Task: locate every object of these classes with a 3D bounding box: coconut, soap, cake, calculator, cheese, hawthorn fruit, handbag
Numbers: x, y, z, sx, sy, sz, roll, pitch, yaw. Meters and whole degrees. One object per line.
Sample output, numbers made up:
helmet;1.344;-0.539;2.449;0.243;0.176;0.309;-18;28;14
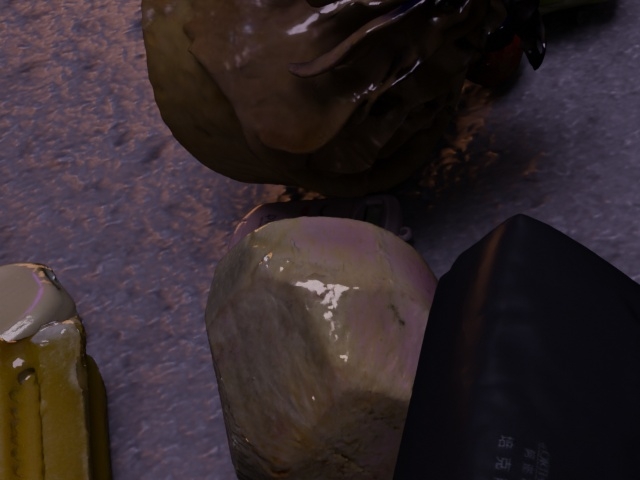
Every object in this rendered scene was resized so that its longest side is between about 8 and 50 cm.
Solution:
coconut;0.013;0.089;1.319;0.197;0.237;0.237;-12;40;1
soap;-0.266;0.214;1.389;0.199;0.091;0.315;-19;41;2
cake;0.050;-0.190;1.508;0.321;0.332;0.332;10;47;45
calculator;0.000;0.000;1.565;0.175;0.032;0.100;-5;42;17
cheese;-0.334;0.101;1.562;0.227;0.064;0.137;-28;37;-12
hawthorn fruit;0.165;-0.188;1.675;0.077;0.077;0.077;-11;41;10
handbag;0.191;0.159;1.119;0.178;0.275;0.302;-48;19;41

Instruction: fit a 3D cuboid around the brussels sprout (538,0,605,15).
brussels sprout;0.177;-0.323;1.730;0.271;0.210;0.219;17;28;23
